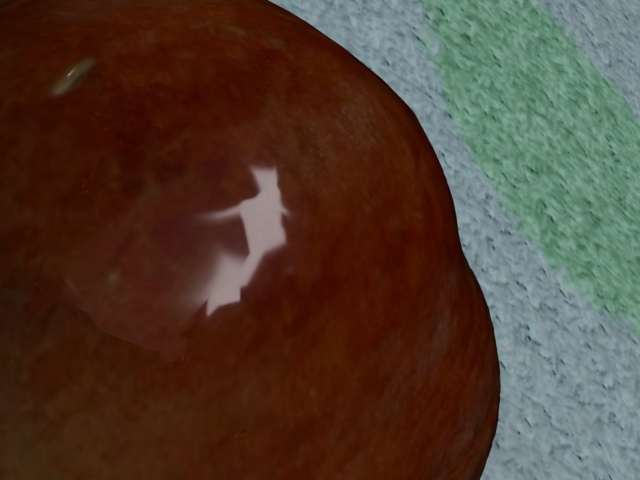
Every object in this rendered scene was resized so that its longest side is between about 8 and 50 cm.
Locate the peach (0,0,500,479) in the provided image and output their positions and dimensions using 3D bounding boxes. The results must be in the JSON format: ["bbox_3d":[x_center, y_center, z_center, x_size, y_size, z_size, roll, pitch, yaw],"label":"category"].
[{"bbox_3d":[-0.051,0.032,0.561,0.256,0.232,0.232,-30,85,-44],"label":"peach"}]
